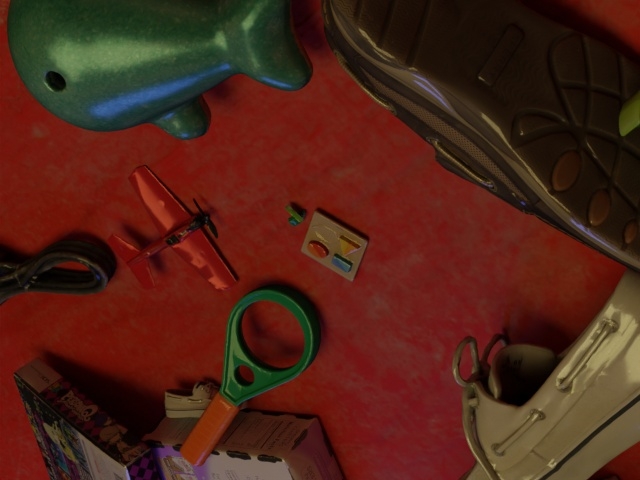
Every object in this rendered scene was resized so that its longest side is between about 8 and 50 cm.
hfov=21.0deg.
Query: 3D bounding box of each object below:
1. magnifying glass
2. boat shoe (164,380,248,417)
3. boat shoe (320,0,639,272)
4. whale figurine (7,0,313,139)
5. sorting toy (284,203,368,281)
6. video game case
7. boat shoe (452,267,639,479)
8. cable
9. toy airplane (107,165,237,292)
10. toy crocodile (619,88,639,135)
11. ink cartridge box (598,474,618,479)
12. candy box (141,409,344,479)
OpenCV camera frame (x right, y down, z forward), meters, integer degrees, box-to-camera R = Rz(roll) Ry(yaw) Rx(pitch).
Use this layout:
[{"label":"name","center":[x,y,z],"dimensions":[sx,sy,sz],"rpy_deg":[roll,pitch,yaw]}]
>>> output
[{"label":"magnifying glass","center":[-0.076,0.136,1.689],"dimensions":[0.092,0.026,0.231],"rpy_deg":[39,119,9]},{"label":"boat shoe","center":[-0.120,0.163,1.789],"dimensions":[0.100,0.035,0.035],"rpy_deg":[-6,96,34]},{"label":"boat shoe","center":[0.151,-0.100,1.310],"dimensions":[0.355,0.132,0.130],"rpy_deg":[41,165,-6]},{"label":"whale figurine","center":[-0.144,-0.165,1.437],"dimensions":[0.272,0.141,0.216],"rpy_deg":[9,130,31]},{"label":"sorting toy","center":[0.000,0.000,1.571],"dimensions":[0.083,0.012,0.062],"rpy_deg":[30,138,11]},{"label":"video game case","center":[-0.241,0.265,1.909],"dimensions":[0.210,0.042,0.232],"rpy_deg":[31,145,38]},{"label":"boat shoe","center":[0.177,0.135,1.465],"dimensions":[0.156,0.136,0.367],"rpy_deg":[41,136,0]},{"label":"cable","center":[-0.337,0.048,1.822],"dimensions":[0.287,0.072,0.139],"rpy_deg":[9,136,31]},{"label":"toy airplane","center":[-0.153,0.000,1.674],"dimensions":[0.151,0.028,0.151],"rpy_deg":[21,134,23]},{"label":"toy crocodile","center":[0.321,0.031,1.233],"dimensions":[0.340,0.105,0.115],"rpy_deg":[68,162,-6]},{"label":"ink cartridge box","center":[0.181,0.312,1.550],"dimensions":[0.154,0.212,0.093],"rpy_deg":[-29,89,48]},{"label":"candy box","center":[-0.069,0.260,1.807],"dimensions":[0.196,0.070,0.165],"rpy_deg":[2,126,37]}]
